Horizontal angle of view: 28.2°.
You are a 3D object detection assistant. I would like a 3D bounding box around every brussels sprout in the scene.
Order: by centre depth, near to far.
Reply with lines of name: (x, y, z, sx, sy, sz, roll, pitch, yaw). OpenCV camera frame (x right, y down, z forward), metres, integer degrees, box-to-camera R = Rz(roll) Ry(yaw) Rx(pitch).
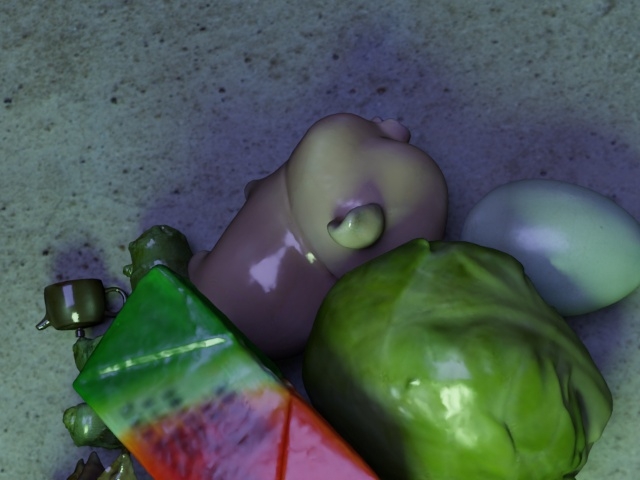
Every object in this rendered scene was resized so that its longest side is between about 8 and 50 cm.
brussels sprout: (0.136, 0.147, 1.325, 0.328, 0.328, 0.247, 23, 64, 22)

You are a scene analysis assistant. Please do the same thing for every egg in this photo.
egg: (0.259, 0.009, 1.408, 0.209, 0.151, 0.151, 9, 77, 11)

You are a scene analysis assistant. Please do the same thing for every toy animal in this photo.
toy animal: (0.000, 0.000, 1.467, 0.269, 0.237, 0.326, 27, 85, 42)

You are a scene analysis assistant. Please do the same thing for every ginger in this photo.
ginger: (-0.223, 0.123, 1.558, 0.137, 0.089, 0.290, 24, 83, 22)

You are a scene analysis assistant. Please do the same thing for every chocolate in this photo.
chocolate: (-0.067, 0.236, 1.318, 0.161, 0.360, 0.341, -43, 66, -10)

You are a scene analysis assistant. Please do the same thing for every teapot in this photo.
teapot: (-0.299, 0.087, 1.607, 0.121, 0.076, 0.068, -7, 81, -16)

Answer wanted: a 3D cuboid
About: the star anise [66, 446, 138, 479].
star anise: (-0.237, 0.355, 1.399, 0.349, 0.109, 0.292, 13, 116, 52)
